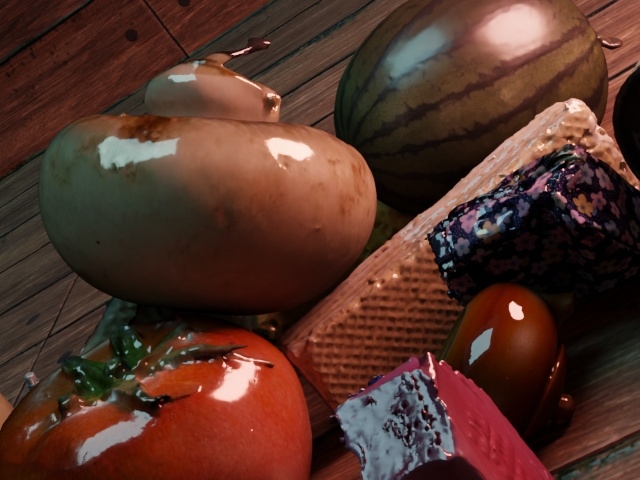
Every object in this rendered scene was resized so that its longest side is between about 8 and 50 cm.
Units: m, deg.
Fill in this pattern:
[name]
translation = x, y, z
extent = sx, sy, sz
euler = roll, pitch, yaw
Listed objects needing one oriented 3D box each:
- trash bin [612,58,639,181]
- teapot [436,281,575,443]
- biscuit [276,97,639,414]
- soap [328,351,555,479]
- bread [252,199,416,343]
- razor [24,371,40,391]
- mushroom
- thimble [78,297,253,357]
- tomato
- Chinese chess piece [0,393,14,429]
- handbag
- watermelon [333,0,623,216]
[trash bin]
translation = 0.435, -0.170, 1.401
extent = 0.277, 0.217, 0.262
euler = 13, 48, 32
[teapot]
translation = 0.163, 0.149, 1.327
extent = 0.178, 0.135, 0.252
euler = 94, -160, -72
[biscuit]
translation = 0.153, 0.023, 1.568
extent = 0.426, 0.144, 0.078
euler = -40, 19, -6
[soap]
translation = 0.111, 0.201, 1.103
extent = 0.099, 0.250, 0.162
euler = -34, 22, 16
[bread]
translation = 0.000, 0.000, 1.844
extent = 0.262, 0.163, 0.204
euler = -34, 9, 4
[razor]
translation = -0.377, 0.241, 1.990
extent = 0.040, 0.135, 0.068
euler = -22, 21, -3
[mushroom]
translation = -0.118, -0.069, 1.542
extent = 0.362, 0.362, 0.295
euler = -2, 83, 58
[thimble]
translation = -0.208, 0.159, 1.749
extent = 0.271, 0.150, 0.271
euler = -53, 15, 21
[tomato]
translation = -0.154, 0.231, 1.466
extent = 0.341, 0.273, 0.341
euler = -22, 20, 8
[Chinese chess piece]
translation = -0.593, 0.347, 2.121
extent = 0.338, 0.140, 0.338
euler = -32, 20, 13
[handbag]
translation = 0.219, 0.002, 1.425
extent = 0.208, 0.228, 0.127
euler = -21, 65, 32
[watermelon]
translation = 0.191, -0.175, 1.722
extent = 0.359, 0.279, 0.279
euler = -33, 18, -16
